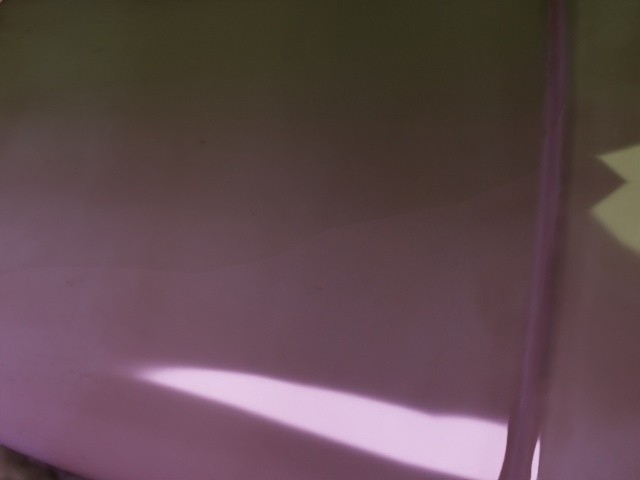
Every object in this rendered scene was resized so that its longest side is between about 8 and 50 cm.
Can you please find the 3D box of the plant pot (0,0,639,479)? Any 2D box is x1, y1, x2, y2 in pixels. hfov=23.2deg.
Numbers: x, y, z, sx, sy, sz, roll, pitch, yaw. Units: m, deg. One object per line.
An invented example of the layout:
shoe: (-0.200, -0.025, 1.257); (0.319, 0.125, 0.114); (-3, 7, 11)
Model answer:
plant pot: (0.000, 0.000, 0.666); (0.280, 0.323, 0.323); (6, 67, 1)

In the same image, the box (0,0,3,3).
box: (-0.143, -0.127, 0.696); (0.164, 0.201, 0.021); (-8, 58, -22)
